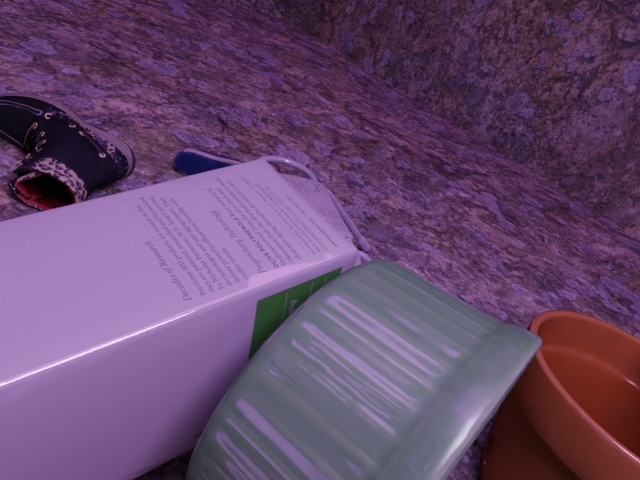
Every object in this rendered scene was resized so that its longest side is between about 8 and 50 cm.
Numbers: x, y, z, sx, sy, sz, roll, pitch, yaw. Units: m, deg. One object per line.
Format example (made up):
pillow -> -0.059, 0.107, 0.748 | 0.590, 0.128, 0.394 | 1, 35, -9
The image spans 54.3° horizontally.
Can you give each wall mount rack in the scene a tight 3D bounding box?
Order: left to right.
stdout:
wall mount rack -> 0.000, 0.000, 1.006 | 0.304, 0.130, 0.350 | 10, 30, -23

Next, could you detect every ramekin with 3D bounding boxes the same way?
ramekin -> 0.033, 0.162, 0.521 | 0.148, 0.303, 0.303 | 36, 28, 22

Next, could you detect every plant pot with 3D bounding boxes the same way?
plant pot -> 0.323, 0.251, 0.729 | 0.291, 0.203, 0.291 | 21, 26, -11

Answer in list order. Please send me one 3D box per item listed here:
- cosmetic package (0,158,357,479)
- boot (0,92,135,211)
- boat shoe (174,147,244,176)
cosmetic package -> -0.170, 0.083, 0.505 | 0.366, 0.197, 0.155 | -22, 52, -34
boot -> -0.413, -0.132, 0.914 | 0.236, 0.085, 0.178 | 25, 28, -3
boat shoe -> -0.172, -0.132, 1.150 | 0.183, 0.066, 0.066 | 23, 25, -6
